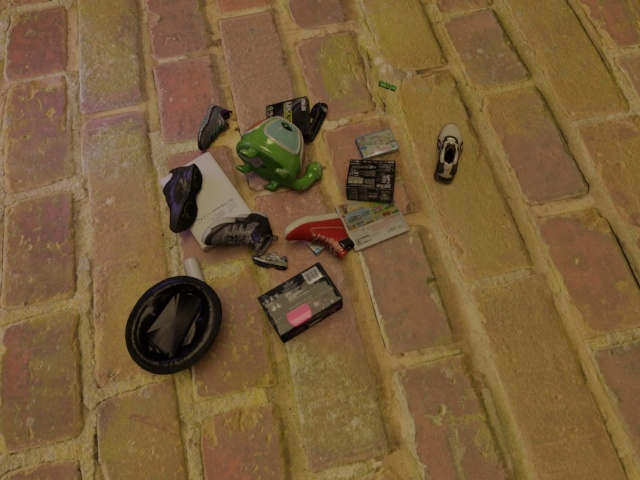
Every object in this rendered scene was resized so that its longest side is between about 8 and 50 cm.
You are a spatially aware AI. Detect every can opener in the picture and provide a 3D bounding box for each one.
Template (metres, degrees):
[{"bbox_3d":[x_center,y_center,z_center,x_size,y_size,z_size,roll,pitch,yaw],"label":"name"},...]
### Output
[{"bbox_3d":[-0.015,-0.500,1.898,0.059,0.073,0.186,26,70,-30],"label":"can opener"}]

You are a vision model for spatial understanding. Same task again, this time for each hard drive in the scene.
[{"bbox_3d":[-0.445,-0.158,1.774,0.233,0.047,0.353,-34,72,-10],"label":"hard drive"}]

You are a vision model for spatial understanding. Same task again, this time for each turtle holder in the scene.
[{"bbox_3d":[-0.150,-0.331,1.727,0.320,0.243,0.228,24,71,11],"label":"turtle holder"}]

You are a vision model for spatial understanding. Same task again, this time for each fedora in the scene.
[{"bbox_3d":[-0.481,0.293,1.540,0.333,0.152,0.334,-1,69,2],"label":"fedora"}]

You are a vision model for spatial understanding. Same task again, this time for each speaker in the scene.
[{"bbox_3d":[-0.459,0.131,1.656,0.055,0.055,0.136,-22,69,-7],"label":"speaker"}]

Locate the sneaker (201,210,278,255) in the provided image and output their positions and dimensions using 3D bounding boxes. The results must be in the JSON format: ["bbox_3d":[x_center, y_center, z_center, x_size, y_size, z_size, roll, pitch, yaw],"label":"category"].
[{"bbox_3d":[-0.284,-0.012,1.638,0.268,0.101,0.153,-20,54,-30],"label":"sneaker"}]

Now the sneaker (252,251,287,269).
[{"bbox_3d":[-0.186,0.071,1.680,0.135,0.052,0.058,12,59,-2],"label":"sneaker"}]

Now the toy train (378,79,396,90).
[{"bbox_3d":[0.291,-0.674,1.970,0.083,0.017,0.024,24,82,11],"label":"toy train"}]

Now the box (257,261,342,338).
[{"bbox_3d":[-0.068,0.215,1.565,0.247,0.142,0.163,-30,69,-11],"label":"box"}]

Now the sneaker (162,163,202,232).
[{"bbox_3d":[-0.534,-0.156,1.709,0.130,0.109,0.286,-1,62,12],"label":"sneaker"}]

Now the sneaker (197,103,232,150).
[{"bbox_3d":[-0.439,-0.469,1.879,0.098,0.083,0.224,12,69,1],"label":"sneaker"}]

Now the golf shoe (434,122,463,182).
[{"bbox_3d":[0.518,-0.364,1.788,0.105,0.120,0.273,9,68,7],"label":"golf shoe"}]

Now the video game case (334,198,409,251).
[{"bbox_3d":[0.196,-0.085,1.737,0.226,0.026,0.206,-22,70,-6],"label":"video game case"}]

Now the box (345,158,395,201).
[{"bbox_3d":[0.196,-0.233,1.744,0.180,0.078,0.147,3,57,10],"label":"box"}]

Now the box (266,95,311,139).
[{"bbox_3d":[-0.133,-0.494,1.876,0.184,0.045,0.191,-9,68,16],"label":"box"}]

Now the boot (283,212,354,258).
[{"bbox_3d":[0.000,0.000,1.641,0.244,0.088,0.176,-13,62,-27],"label":"boot"}]

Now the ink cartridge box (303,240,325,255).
[{"bbox_3d":[-0.025,0.011,1.704,0.048,0.028,0.083,-40,72,-14],"label":"ink cartridge box"}]

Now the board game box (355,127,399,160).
[{"bbox_3d":[0.232,-0.393,1.855,0.154,0.026,0.104,-17,69,-5],"label":"board game box"}]
